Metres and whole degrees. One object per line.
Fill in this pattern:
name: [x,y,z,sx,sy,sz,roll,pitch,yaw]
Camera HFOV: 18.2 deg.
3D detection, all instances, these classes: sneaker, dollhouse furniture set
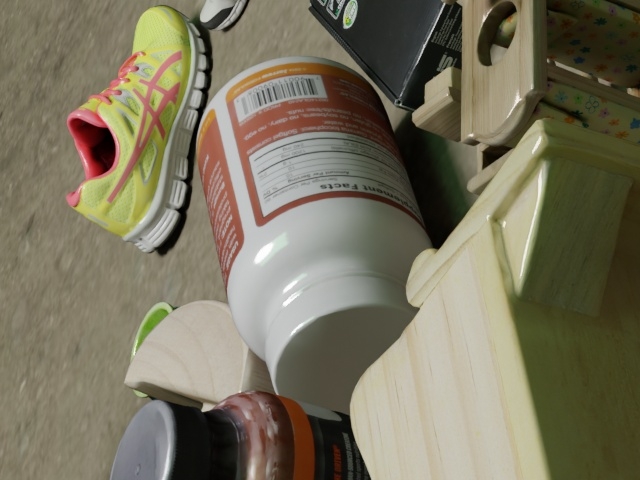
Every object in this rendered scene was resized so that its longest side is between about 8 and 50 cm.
sneaker: [-0.146,-0.099,1.537,0.081,0.094,0.209,-39,39,51]
sneaker: [-0.069,-0.206,1.510,0.109,0.043,0.040,-56,32,34]
dollhouse furniture set: [0.072,-0.066,0.973,0.161,0.182,0.101,-37,42,50]

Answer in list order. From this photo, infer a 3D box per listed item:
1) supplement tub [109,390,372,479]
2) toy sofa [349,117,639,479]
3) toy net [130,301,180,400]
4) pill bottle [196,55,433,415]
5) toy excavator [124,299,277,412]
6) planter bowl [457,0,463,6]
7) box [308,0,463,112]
supplement tub: [-0.001,0.134,0.973,0.106,0.198,0.106,-42,39,46]
toy sofa: [0.131,0.145,0.758,0.363,0.150,0.177,-98,31,-43]
toy net: [-0.055,0.029,1.327,0.232,0.045,0.122,-61,27,23]
pill bottle: [0.000,0.000,1.147,0.121,0.121,0.216,-56,30,30]
toy excavator: [-0.166,0.294,1.249,0.445,0.222,0.433,-25,50,40]
planter bowl: [0.111,-0.181,1.029,0.109,0.162,0.162,95,172,-50]
box: [0.071,-0.191,1.217,0.191,0.045,0.184,-65,24,17]
